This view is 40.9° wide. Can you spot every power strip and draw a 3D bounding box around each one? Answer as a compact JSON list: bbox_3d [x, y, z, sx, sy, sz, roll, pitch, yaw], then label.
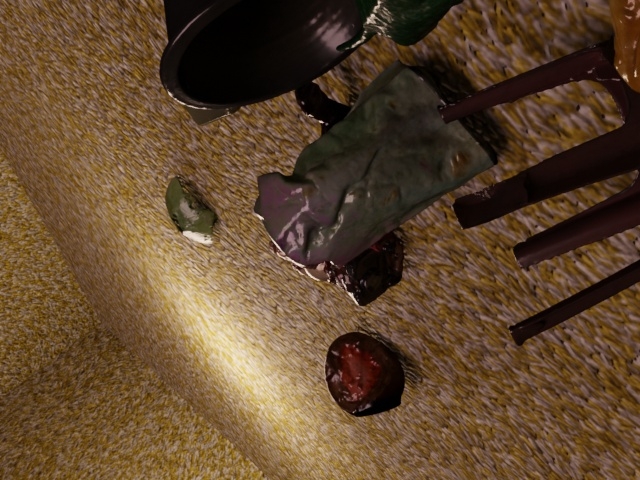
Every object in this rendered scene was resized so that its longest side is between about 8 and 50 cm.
[{"bbox_3d":[-0.167,-0.214,1.273,0.076,0.028,0.169,57,158,-15],"label":"power strip"}]

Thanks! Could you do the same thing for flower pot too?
[{"bbox_3d":[-0.066,-0.252,0.840,0.148,0.235,0.235,67,160,14],"label":"flower pot"}]

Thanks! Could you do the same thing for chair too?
[{"bbox_3d":[0.262,-0.069,0.603,0.327,0.183,0.175,-22,111,19],"label":"chair"}]

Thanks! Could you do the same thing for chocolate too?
[{"bbox_3d":[0.069,0.212,1.381,0.127,0.124,0.133,117,143,-67],"label":"chocolate"}]

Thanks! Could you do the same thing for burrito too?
[{"bbox_3d":[0.047,-0.064,0.858,0.144,0.229,0.089,51,-172,-3],"label":"burrito"}]

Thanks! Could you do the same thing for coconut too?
[{"bbox_3d":[-0.250,-0.046,1.647,0.133,0.055,0.158,23,146,50],"label":"coconut"}]

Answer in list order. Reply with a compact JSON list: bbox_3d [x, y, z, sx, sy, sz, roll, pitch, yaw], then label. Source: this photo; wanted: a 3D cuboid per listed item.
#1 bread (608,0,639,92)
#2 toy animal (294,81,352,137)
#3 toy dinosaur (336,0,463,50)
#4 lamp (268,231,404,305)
[{"bbox_3d":[0.264,-0.096,0.403,0.236,0.120,0.198,39,133,-12],"label":"bread"},{"bbox_3d":[0.025,-0.088,0.957,0.089,0.188,0.179,-26,128,24],"label":"toy animal"},{"bbox_3d":[0.035,-0.167,0.626,0.087,0.301,0.447,50,155,-3],"label":"toy dinosaur"},{"bbox_3d":[0.000,0.000,1.188,0.253,0.118,0.118,28,149,39],"label":"lamp"}]
